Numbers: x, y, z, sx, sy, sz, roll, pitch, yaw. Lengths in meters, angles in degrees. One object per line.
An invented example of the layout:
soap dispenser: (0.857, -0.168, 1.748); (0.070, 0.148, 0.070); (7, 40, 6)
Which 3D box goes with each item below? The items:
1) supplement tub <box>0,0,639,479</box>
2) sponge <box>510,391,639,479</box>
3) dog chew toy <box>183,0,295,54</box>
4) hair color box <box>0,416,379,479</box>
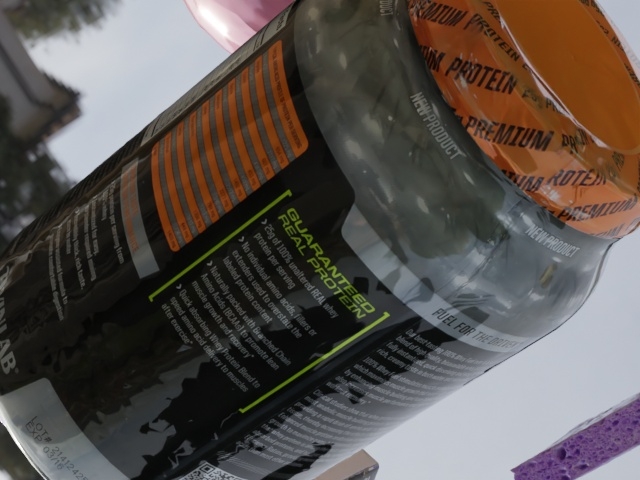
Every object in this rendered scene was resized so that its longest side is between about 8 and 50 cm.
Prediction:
supplement tub: (0.000, 0.000, 0.743); (0.316, 0.193, 0.193); (-35, -152, 31)
sponge: (0.234, 0.109, 1.044); (0.210, 0.031, 0.117); (-36, 169, 33)
dog chew toy: (0.058, -0.129, 0.930); (0.207, 0.332, 0.206); (-38, 175, -4)
hair color box: (-0.137, 0.149, 1.317); (0.185, 0.110, 0.339); (-19, -133, -42)
